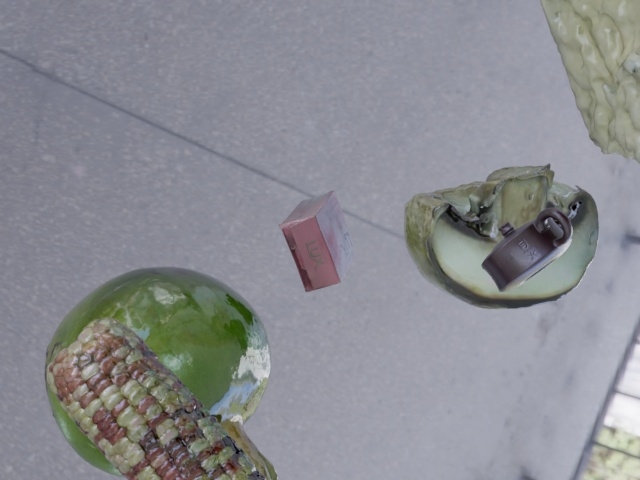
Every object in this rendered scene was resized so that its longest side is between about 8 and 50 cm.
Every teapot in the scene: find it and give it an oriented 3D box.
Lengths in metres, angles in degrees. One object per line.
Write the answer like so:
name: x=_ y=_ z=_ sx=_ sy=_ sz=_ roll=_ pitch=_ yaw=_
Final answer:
teapot: x=0.154 y=0.004 z=0.751 sx=0.068 sy=0.100 sz=0.045 roll=-30 pitch=76 yaw=-36

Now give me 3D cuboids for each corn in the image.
corn: x=-0.115 y=0.170 z=0.789 sx=0.253 sy=0.086 sz=0.086 roll=45 pitch=63 yaw=7

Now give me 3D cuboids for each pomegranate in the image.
pomegranate: x=-0.171 y=0.177 z=1.270 sx=0.310 sy=0.358 sz=0.216 roll=-12 pitch=144 yaw=-53

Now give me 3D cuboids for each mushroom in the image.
mushroom: x=0.242 y=-0.003 z=1.402 sx=0.267 sy=0.164 sz=0.189 roll=-18 pitch=101 yaw=-18

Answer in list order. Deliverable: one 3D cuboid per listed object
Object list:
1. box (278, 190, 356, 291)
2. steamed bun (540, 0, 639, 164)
box: x=0.000 y=0.000 z=1.445 sx=0.156 sy=0.060 sz=0.111 roll=-57 pitch=129 yaw=-67
steamed bun: x=0.307 y=-0.183 z=0.608 sx=0.274 sy=0.272 sz=0.290 roll=-14 pitch=110 yaw=-19
